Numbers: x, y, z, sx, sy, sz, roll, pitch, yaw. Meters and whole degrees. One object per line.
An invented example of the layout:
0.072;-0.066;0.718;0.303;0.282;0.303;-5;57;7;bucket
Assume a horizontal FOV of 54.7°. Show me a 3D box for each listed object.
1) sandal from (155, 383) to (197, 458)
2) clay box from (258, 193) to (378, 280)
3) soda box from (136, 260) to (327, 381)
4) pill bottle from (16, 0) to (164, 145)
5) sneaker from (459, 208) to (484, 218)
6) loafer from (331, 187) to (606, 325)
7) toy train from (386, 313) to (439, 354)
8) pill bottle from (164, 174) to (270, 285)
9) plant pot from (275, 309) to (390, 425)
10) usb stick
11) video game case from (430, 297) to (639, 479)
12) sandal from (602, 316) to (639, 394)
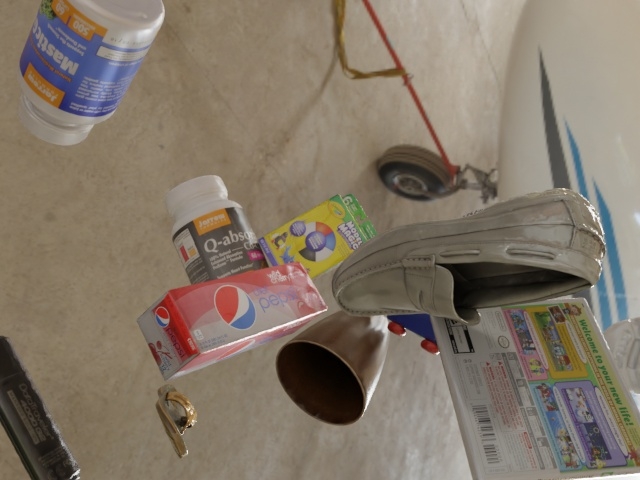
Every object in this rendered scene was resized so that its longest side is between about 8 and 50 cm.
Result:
-0.209;0.255;0.916;0.049;0.180;0.072;-24;103;-9;sandal
0.000;0.000;1.267;0.127;0.222;0.053;59;-3;11;clay box
-0.109;0.101;0.844;0.263;0.083;0.092;-12;67;-54;soda box
-0.354;-0.269;0.916;0.152;0.272;0.152;25;41;-25;pill bottle
0.267;-0.014;1.146;0.052;0.135;0.058;-30;91;-51;sneaker
0.141;0.038;0.677;0.112;0.319;0.111;43;44;-31;loafer
0.204;0.173;1.374;0.105;0.248;0.143;-59;143;-8;toy train
-0.212;0.016;1.285;0.162;0.162;0.278;-9;70;-56;pill bottle
0.054;0.242;1.348;0.230;0.215;0.215;-42;129;-47;plant pot
-0.488;0.284;1.016;0.278;0.045;0.077;58;34;7;usb stick
0.237;0.158;0.682;0.023;0.193;0.212;93;-8;-47;video game case
0.655;0.178;0.957;0.102;0.416;0.169;37;59;-65;sandal
